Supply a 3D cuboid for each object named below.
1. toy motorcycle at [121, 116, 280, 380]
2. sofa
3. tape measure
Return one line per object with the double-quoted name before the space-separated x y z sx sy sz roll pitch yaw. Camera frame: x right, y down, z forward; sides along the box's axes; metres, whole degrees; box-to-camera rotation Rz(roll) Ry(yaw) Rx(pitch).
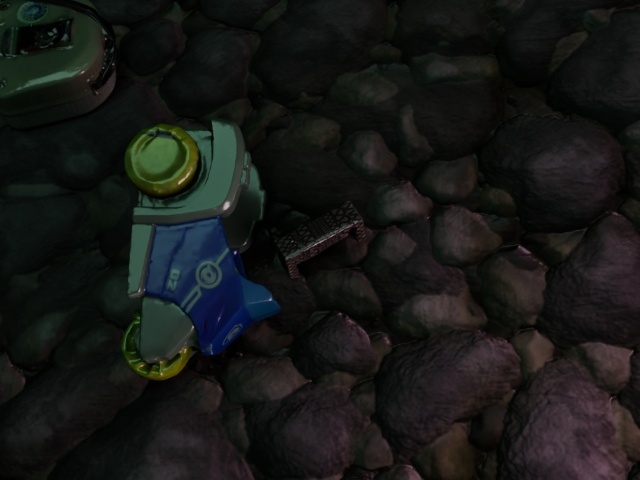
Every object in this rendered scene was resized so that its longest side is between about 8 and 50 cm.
"toy motorcycle" -0.148 0.020 1.644 0.200 0.191 0.326 -1 72 7
"sofa" 0.000 0.000 1.683 0.118 0.060 0.039 -28 63 -9
"tape measure" -0.410 -0.300 1.932 0.207 0.115 0.235 -16 55 4
